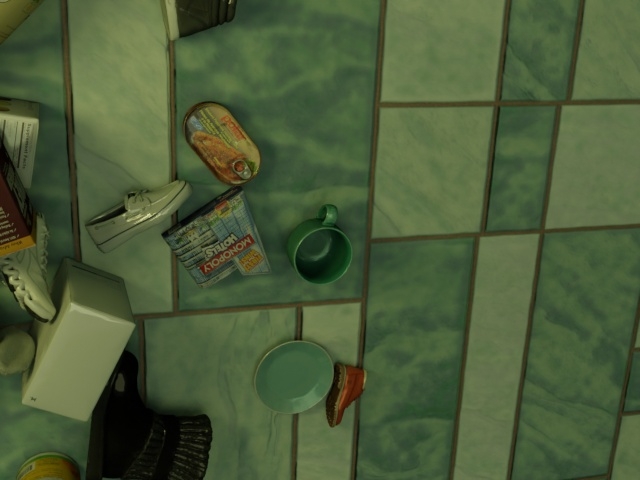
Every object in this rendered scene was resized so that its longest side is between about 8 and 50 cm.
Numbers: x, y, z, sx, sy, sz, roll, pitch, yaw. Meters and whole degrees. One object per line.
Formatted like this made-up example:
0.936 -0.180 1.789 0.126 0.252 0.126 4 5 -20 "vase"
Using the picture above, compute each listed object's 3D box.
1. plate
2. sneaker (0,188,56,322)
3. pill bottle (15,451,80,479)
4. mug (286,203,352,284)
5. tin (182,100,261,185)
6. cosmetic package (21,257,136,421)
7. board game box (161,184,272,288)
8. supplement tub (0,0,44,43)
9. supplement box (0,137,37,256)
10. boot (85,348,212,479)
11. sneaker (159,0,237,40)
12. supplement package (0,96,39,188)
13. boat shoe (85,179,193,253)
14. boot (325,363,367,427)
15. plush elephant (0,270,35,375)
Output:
-0.062 0.309 1.988 0.188 0.024 0.188 -6 112 -15 "plate"
-0.554 0.014 1.629 0.118 0.110 0.292 -25 78 -21 "sneaker"
-0.565 0.562 1.807 0.136 0.246 0.136 -6 111 -15 "pill bottle"
0.003 0.008 1.855 0.158 0.097 0.129 -46 115 2 "mug"
-0.198 -0.195 1.753 0.106 0.040 0.190 -36 116 3 "tin"
-0.479 0.190 1.705 0.138 0.225 0.224 24 102 -25 "cosmetic package"
-0.196 0.015 1.818 0.194 0.060 0.194 -34 115 -2 "board game box"
-0.609 -0.416 1.440 0.316 0.228 0.228 -44 116 2 "supplement tub"
-0.609 -0.068 1.475 0.191 0.129 0.194 -20 120 -8 "supplement box"
-0.355 0.380 1.863 0.260 0.131 0.348 8 118 -12 "boot"
-0.223 -0.513 1.575 0.146 0.104 0.296 -14 131 -15 "sneaker"
-0.638 -0.190 1.564 0.244 0.139 0.134 6 110 -21 "supplement package"
-0.362 -0.062 1.726 0.226 0.083 0.076 -35 117 -1 "boat shoe"
0.062 0.365 2.030 0.084 0.059 0.158 7 106 -24 "boot"
-0.689 0.181 1.620 0.272 0.255 0.330 40 94 -24 "plush elephant"
